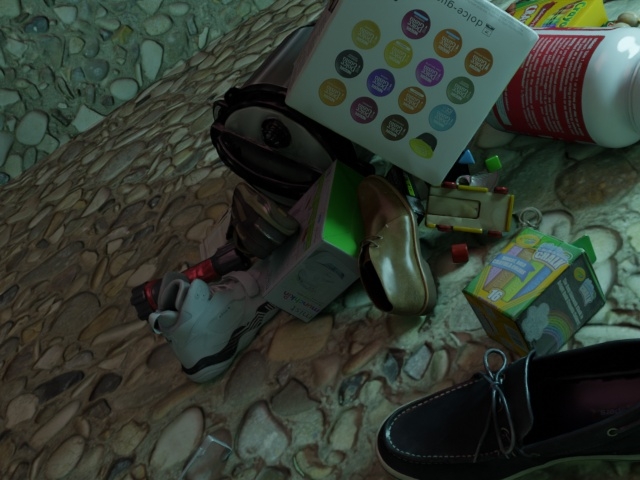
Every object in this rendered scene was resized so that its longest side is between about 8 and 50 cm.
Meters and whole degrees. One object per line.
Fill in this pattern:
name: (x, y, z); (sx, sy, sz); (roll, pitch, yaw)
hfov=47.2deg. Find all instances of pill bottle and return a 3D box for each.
pill bottle: (0.528, -0.308, 1.462); (0.229, 0.229, 0.407); (-46, 34, -16)

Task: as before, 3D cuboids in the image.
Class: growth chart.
growth chart: (-0.250, -0.031, 1.932); (0.237, 0.021, 0.172); (-45, 31, 25)

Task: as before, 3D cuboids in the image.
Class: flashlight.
flashlight: (-0.323, 0.101, 1.828); (0.304, 0.103, 0.103); (-26, 60, 12)

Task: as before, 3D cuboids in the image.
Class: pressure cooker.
pressure cooker: (-0.042, -0.278, 1.788); (0.370, 0.375, 0.420); (-9, 39, 46)

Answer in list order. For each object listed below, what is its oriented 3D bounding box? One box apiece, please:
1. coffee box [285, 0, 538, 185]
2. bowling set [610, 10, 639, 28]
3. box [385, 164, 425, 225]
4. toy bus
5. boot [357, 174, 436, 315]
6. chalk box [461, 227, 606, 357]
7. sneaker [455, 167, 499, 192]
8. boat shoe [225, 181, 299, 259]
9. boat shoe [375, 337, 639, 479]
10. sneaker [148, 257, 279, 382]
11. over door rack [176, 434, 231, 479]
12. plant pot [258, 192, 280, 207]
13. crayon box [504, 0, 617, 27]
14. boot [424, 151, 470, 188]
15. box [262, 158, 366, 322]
coffee box: (0.158, -0.366, 1.438); (0.334, 0.337, 0.338); (-58, 13, 21)
bowling set: (0.679, -0.428, 1.540); (0.200, 0.154, 0.287); (-47, 37, -19)
box: (0.145, -0.042, 1.555); (0.191, 0.045, 0.184); (-99, 31, -54)
toy bus: (0.303, -0.065, 1.464); (0.191, 0.202, 0.104); (-38, 2, 9)
boot: (0.119, 0.002, 1.407); (0.112, 0.115, 0.305); (-46, 54, 46)
chalk box: (0.368, 0.075, 1.211); (0.213, 0.132, 0.132); (-41, 33, -11)
sneaker: (0.331, -0.125, 1.552); (0.051, 0.070, 0.134); (6, 50, 48)
boat shoe: (-0.157, -0.039, 1.620); (0.130, 0.132, 0.355); (-52, 14, -3)
boat shoe: (0.293, 0.241, 1.049); (0.500, 0.156, 0.187); (-16, 39, 29)
sneaker: (-0.211, 0.114, 1.605); (0.137, 0.210, 0.366); (11, 54, 48)
over door rack: (-0.248, 0.497, 1.251); (0.324, 0.108, 0.239); (-44, 35, -14)
plant pot: (-0.162, -0.087, 1.947); (0.079, 0.083, 0.083); (-15, 37, 47)
crayon box: (0.563, -0.514, 1.826); (0.318, 0.081, 0.202); (15, 57, 49)
boot: (0.285, -0.161, 1.666); (0.099, 0.045, 0.121); (-24, 36, 22)
box: (0.000, 0.000, 1.564); (0.231, 0.126, 0.262); (-46, 23, 37)
